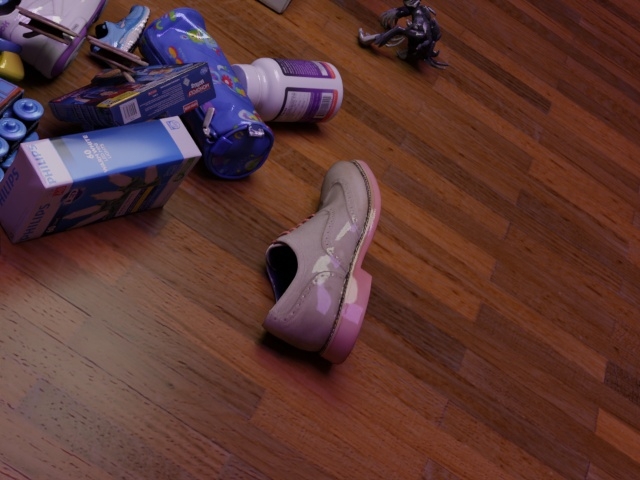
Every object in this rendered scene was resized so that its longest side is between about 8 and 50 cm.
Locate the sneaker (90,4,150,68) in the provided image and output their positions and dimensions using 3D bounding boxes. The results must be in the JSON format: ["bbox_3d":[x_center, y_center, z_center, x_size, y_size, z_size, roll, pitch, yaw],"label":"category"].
[{"bbox_3d":[-0.332,-0.349,1.791,0.073,0.063,0.162,26,40,-8],"label":"sneaker"}]

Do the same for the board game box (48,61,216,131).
[{"bbox_3d":[-0.292,-0.210,1.608,0.194,0.060,0.194,9,31,41],"label":"board game box"}]

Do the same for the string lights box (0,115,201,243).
[{"bbox_3d":[-0.307,-0.087,1.491,0.260,0.133,0.077,-18,69,-44],"label":"string lights box"}]

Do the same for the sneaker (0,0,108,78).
[{"bbox_3d":[-0.421,-0.389,1.723,0.152,0.114,0.305,28,40,-12],"label":"sneaker"}]

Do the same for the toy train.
[{"bbox_3d":[-0.458,-0.148,1.494,0.105,0.080,0.184,25,42,1],"label":"toy train"}]

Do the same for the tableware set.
[{"bbox_3d":[-0.349,-0.279,1.569,0.194,0.039,0.128,22,3,-4],"label":"tableware set"}]

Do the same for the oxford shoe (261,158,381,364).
[{"bbox_3d":[0.000,0.000,1.630,0.146,0.140,0.397,18,40,-10],"label":"oxford shoe"}]

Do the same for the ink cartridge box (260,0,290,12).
[{"bbox_3d":[-0.144,-0.606,2.132,0.289,0.121,0.211,31,40,-7],"label":"ink cartridge box"}]

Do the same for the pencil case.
[{"bbox_3d":[-0.187,-0.239,1.738,0.133,0.119,0.306,16,38,-55],"label":"pencil case"}]

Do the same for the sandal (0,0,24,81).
[{"bbox_3d":[-0.563,-0.326,1.524,0.317,0.126,0.138,15,86,-33],"label":"sandal"}]

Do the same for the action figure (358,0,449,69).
[{"bbox_3d":[0.155,-0.455,2.196,0.275,0.141,0.164,63,31,-8],"label":"action figure"}]

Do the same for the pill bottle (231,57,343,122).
[{"bbox_3d":[-0.067,-0.257,1.854,0.193,0.108,0.108,-3,53,-38],"label":"pill bottle"}]
